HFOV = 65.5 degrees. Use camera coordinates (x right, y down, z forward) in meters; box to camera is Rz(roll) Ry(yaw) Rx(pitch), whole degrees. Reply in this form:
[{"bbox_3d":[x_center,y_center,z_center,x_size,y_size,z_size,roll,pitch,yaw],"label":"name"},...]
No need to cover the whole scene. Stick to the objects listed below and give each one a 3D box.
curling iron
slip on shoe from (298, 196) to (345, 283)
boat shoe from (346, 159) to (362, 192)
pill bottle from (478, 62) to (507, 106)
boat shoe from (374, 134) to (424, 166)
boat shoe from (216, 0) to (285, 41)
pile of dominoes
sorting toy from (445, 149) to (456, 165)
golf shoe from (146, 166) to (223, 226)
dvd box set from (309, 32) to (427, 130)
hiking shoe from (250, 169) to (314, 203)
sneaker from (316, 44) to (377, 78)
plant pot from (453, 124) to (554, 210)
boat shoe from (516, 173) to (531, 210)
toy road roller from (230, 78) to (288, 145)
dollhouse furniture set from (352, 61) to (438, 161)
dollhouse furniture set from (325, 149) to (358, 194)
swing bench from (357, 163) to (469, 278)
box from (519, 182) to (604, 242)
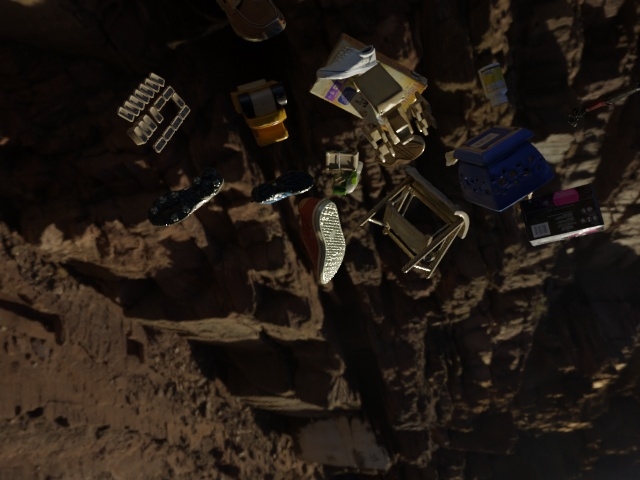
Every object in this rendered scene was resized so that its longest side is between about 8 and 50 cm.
[{"bbox_3d":[0.738,-0.356,1.294,0.035,0.068,0.274,37,-6,-5],"label":"curling iron"},{"bbox_3d":[0.000,0.000,1.487,0.101,0.123,0.331,25,-35,31],"label":"slip on shoe"},{"bbox_3d":[0.110,-0.230,1.763,0.038,0.046,0.125,52,-50,51],"label":"boat shoe"},{"bbox_3d":[0.514,-0.460,1.474,0.065,0.065,0.116,-67,138,-84],"label":"pill bottle"},{"bbox_3d":[0.361,-0.429,2.248,0.122,0.110,0.341,32,-15,-19],"label":"boat shoe"},{"bbox_3d":[-0.203,-0.619,1.259,0.324,0.123,0.119,51,-8,34],"label":"boat shoe"},{"bbox_3d":[-0.580,-0.443,1.717,0.196,0.040,0.251,53,47,-38],"label":"pile of dominoes"},{"bbox_3d":[0.586,-0.361,2.189,0.045,0.083,0.075,43,61,-20],"label":"sorting toy"},{"bbox_3d":[-0.431,-0.127,1.623,0.105,0.273,0.120,56,-8,3],"label":"golf shoe"},{"bbox_3d":[0.205,-0.678,2.173,0.307,0.421,0.062,-47,-153,50],"label":"dvd box set"},{"bbox_3d":[-0.181,-0.249,2.318,0.132,0.304,0.113,162,-88,-79],"label":"hiking shoe"},{"bbox_3d":[0.088,-0.624,1.737,0.094,0.258,0.091,24,-49,45],"label":"sneaker"},{"bbox_3d":[0.612,-0.264,1.718,0.212,0.236,0.236,60,-4,-23],"label":"plant pot"},{"bbox_3d":[0.819,-0.201,1.996,0.059,0.063,0.170,-60,153,-42],"label":"boat shoe"},{"bbox_3d":[-0.254,-0.556,2.170,0.329,0.203,0.240,-124,-163,-62],"label":"toy road roller"},{"bbox_3d":[0.222,-0.420,1.602,0.242,0.212,0.161,49,11,-51],"label":"dollhouse furniture set"},{"bbox_3d":[0.053,-0.181,1.203,0.151,0.076,0.058,87,8,-55],"label":"dollhouse furniture set"},{"bbox_3d":[0.305,-0.062,1.573,0.165,0.254,0.253,15,28,-48],"label":"swing bench"},{"bbox_3d":[0.880,-0.087,1.818,0.142,0.248,0.163,15,63,-60],"label":"box"}]
